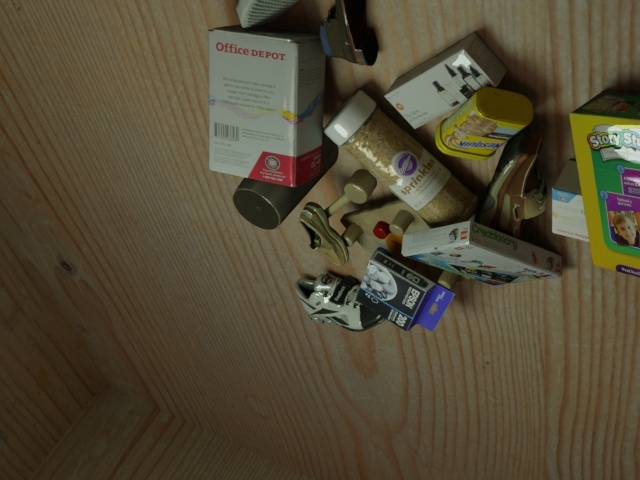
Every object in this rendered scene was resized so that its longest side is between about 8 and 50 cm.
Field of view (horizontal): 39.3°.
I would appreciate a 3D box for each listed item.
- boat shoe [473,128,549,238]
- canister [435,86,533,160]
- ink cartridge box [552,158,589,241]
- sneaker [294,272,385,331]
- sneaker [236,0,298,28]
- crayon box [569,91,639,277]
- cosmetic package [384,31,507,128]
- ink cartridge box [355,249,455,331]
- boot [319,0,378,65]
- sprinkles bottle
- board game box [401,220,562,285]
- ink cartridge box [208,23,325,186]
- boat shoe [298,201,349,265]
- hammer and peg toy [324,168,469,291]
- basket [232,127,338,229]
[{"bbox_3d":[0.400,-0.105,1.799,0.120,0.122,0.324,21,155,7],"label":"boat shoe"},{"bbox_3d":[0.310,-0.221,1.705,0.126,0.073,0.170,9,160,-16],"label":"canister"},{"bbox_3d":[0.511,-0.070,1.752,0.092,0.090,0.143,18,145,27],"label":"ink cartridge box"},{"bbox_3d":[0.053,0.158,2.444,0.331,0.122,0.146,-3,134,44],"label":"sneaker"},{"bbox_3d":[-0.100,-0.547,1.698,0.150,0.135,0.366,65,156,12],"label":"sneaker"},{"bbox_3d":[0.611,-0.075,1.499,0.363,0.106,0.313,18,131,51],"label":"crayon box"},{"bbox_3d":[0.236,-0.303,1.731,0.099,0.060,0.239,46,146,-15],"label":"cosmetic package"},{"bbox_3d":[0.194,0.134,2.118,0.208,0.045,0.206,29,149,10],"label":"ink cartridge box"},{"bbox_3d":[0.032,-0.429,1.735,0.106,0.082,0.219,10,142,30],"label":"boot"},{"bbox_3d":[0.175,-0.162,1.915,0.355,0.121,0.121,41,148,-9],"label":"sprinkles bottle"},{"bbox_3d":[0.350,0.033,1.934,0.305,0.053,0.193,18,161,-37],"label":"board game box"},{"bbox_3d":[-0.114,-0.288,1.895,0.226,0.131,0.306,15,113,27],"label":"ink cartridge box"},{"bbox_3d":[0.000,0.000,2.099,0.068,0.072,0.190,0,135,45],"label":"boat shoe"},{"bbox_3d":[0.163,-0.026,2.100,0.361,0.127,0.266,48,148,-19],"label":"hammer and peg toy"},{"bbox_3d":[-0.091,-0.146,2.082,0.154,0.227,0.204,47,147,-18],"label":"basket"}]
